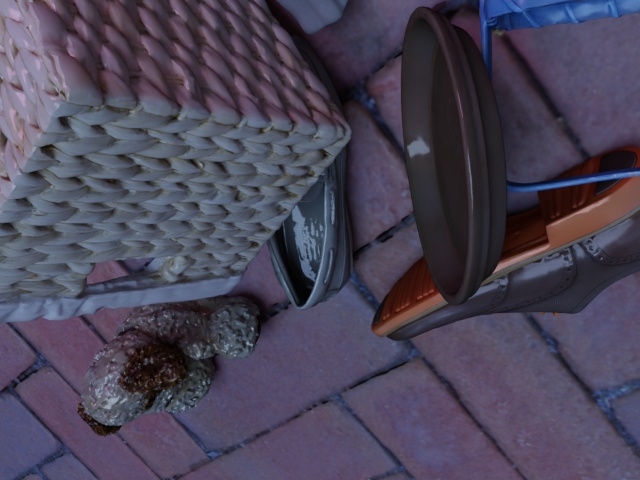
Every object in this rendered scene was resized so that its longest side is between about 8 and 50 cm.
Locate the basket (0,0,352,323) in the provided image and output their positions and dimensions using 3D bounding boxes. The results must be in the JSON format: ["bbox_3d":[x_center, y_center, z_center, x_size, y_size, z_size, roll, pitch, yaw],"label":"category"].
[{"bbox_3d":[-0.205,-0.131,0.625,0.266,0.328,0.331,-45,64,33],"label":"basket"}]

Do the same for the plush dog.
[{"bbox_3d":[-0.241,0.163,0.925,0.210,0.225,0.262,42,126,-3],"label":"plush dog"}]

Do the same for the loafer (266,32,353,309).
[{"bbox_3d":[-0.026,-0.073,0.759,0.112,0.111,0.319,-5,109,24],"label":"loafer"}]

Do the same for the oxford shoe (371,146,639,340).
[{"bbox_3d":[0.215,0.047,0.724,0.363,0.130,0.133,-31,108,34],"label":"oxford shoe"}]

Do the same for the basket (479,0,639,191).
[{"bbox_3d":[0.246,-0.189,0.527,0.254,0.201,0.289,-5,105,25],"label":"basket"}]

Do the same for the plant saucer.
[{"bbox_3d":[0.121,-0.078,0.621,0.041,0.278,0.278,-8,116,0],"label":"plant saucer"}]

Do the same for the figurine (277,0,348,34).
[{"bbox_3d":[-0.012,-0.304,0.578,0.215,0.092,0.209,-21,150,32],"label":"figurine"}]
